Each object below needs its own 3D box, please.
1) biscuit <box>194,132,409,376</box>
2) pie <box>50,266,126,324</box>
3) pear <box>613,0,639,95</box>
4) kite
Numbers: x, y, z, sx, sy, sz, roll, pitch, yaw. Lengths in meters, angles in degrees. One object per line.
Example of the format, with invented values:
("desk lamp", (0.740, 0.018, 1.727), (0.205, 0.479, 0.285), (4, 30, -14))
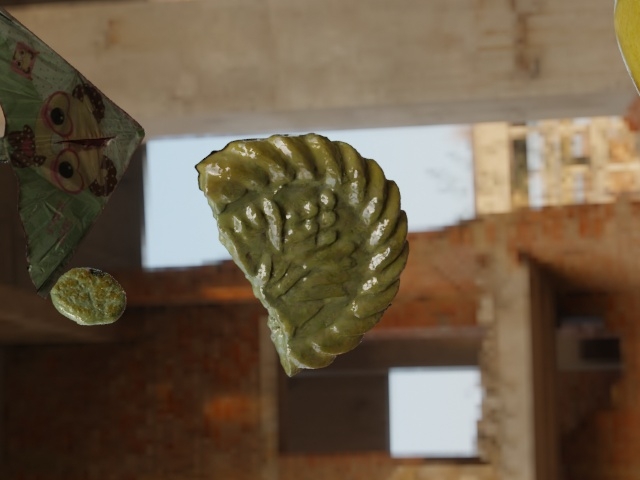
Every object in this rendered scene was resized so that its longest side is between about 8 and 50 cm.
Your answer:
("biscuit", (0.000, 0.000, 1.668), (0.273, 0.187, 0.036), (63, 176, -30))
("pie", (-0.251, 0.062, 1.834), (0.017, 0.085, 0.085), (106, 175, -45))
("pear", (0.359, -0.154, 1.141), (0.314, 0.314, 0.314), (-2, -90, -78))
("kite", (-0.230, -0.068, 1.241), (0.250, 0.012, 0.229), (-15, -88, -43))
